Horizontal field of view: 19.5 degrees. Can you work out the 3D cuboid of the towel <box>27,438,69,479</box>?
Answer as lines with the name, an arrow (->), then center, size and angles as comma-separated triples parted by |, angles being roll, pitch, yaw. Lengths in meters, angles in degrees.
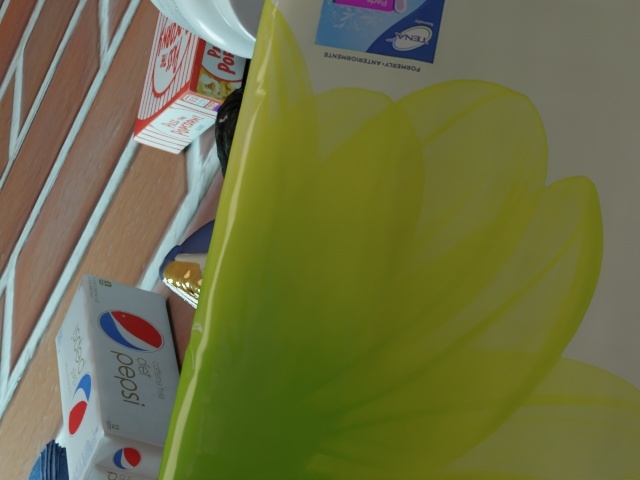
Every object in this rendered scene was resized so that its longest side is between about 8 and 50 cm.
towel -> -0.241, 0.237, 1.620 | 0.119, 0.029, 0.067 | -100, 32, -50

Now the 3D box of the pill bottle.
pill bottle -> -0.046, -0.195, 1.290 | 0.229, 0.131, 0.131 | -142, 69, -68

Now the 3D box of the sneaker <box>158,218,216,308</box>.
sneaker -> 0.000, 0.000, 1.098 | 0.131, 0.112, 0.296 | -60, 18, -14

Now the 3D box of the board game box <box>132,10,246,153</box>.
board game box -> -0.096, -0.184, 1.540 | 0.147, 0.045, 0.194 | 150, 133, -62

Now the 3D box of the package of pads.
package of pads -> 0.081, -0.010, 0.671 | 0.101, 0.229, 0.297 | 94, -172, -74

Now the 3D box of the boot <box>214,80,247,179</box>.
boot -> 0.028, 0.069, 0.784 | 0.348, 0.131, 0.260 | -135, 46, -68

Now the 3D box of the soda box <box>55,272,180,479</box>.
soda box -> -0.152, 0.115, 1.412 | 0.216, 0.073, 0.069 | -108, 39, -57
